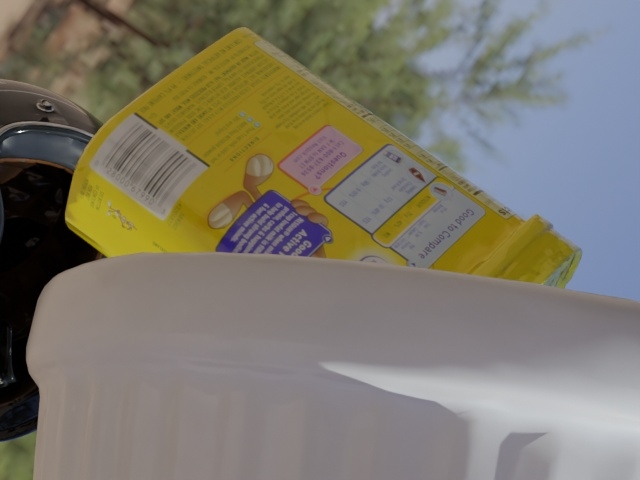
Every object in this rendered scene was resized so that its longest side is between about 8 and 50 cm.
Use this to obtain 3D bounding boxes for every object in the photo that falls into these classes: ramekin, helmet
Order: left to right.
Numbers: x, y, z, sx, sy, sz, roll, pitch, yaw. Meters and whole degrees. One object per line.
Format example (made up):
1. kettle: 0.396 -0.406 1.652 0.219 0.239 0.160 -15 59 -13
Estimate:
1. helmet: -0.172 0.000 0.908 0.169 0.169 0.161 -50 -163 49
2. ramekin: 0.047 0.097 0.477 0.273 0.273 0.127 139 -37 -74

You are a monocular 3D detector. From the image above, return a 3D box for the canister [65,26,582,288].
1. canister: 0.000 0.000 0.732 0.126 0.170 0.073 -41 161 -40
